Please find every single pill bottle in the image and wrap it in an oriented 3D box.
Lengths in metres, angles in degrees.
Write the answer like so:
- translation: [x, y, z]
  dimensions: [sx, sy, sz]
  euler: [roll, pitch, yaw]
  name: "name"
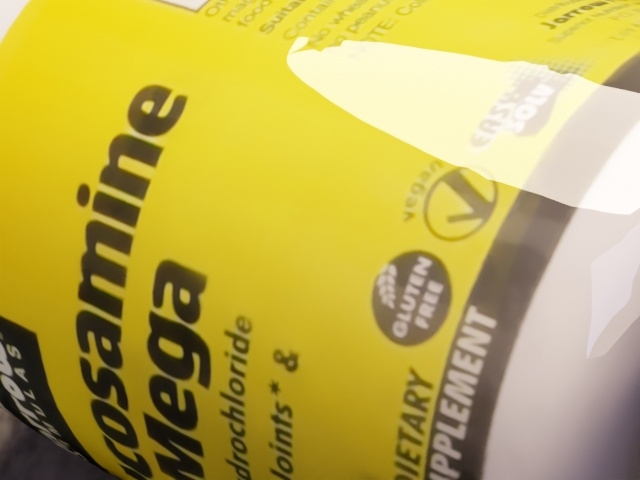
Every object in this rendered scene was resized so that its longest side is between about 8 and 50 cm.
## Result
- translation: [0.000, 0.000, 0.541]
  dimensions: [0.334, 0.188, 0.188]
  euler: [21, 67, 40]
  name: "pill bottle"
